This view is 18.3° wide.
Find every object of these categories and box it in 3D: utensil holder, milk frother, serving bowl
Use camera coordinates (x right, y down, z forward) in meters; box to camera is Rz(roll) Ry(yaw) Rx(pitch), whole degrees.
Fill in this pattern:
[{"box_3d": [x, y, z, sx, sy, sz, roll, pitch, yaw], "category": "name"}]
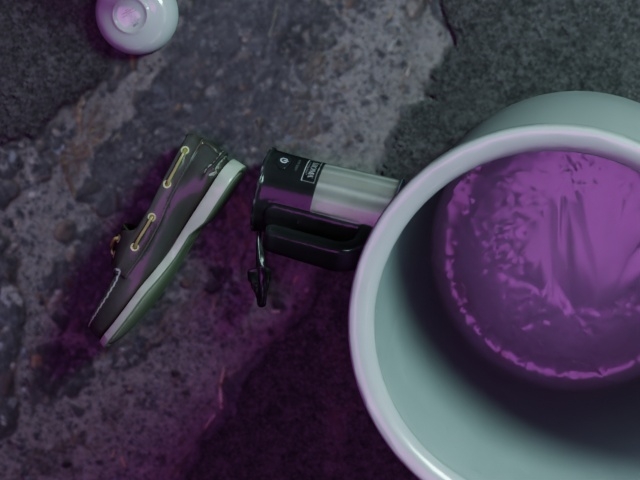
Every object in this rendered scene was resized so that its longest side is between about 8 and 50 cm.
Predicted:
[{"box_3d": [0.216, 0.038, 1.728, 0.328, 0.385, 0.327, 2, 101, 11], "category": "utensil holder"}, {"box_3d": [0.000, 0.000, 1.919, 0.135, 0.129, 0.143, 14, 146, 8], "category": "milk frother"}, {"box_3d": [-0.181, -0.220, 1.935, 0.083, 0.027, 0.083, 2, 102, 10], "category": "serving bowl"}]

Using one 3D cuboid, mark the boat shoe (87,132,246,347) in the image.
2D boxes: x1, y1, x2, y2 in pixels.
[{"box_3d": [-0.164, 0.000, 1.950, 0.069, 0.081, 0.228, 37, 98, 5], "category": "boat shoe"}]
